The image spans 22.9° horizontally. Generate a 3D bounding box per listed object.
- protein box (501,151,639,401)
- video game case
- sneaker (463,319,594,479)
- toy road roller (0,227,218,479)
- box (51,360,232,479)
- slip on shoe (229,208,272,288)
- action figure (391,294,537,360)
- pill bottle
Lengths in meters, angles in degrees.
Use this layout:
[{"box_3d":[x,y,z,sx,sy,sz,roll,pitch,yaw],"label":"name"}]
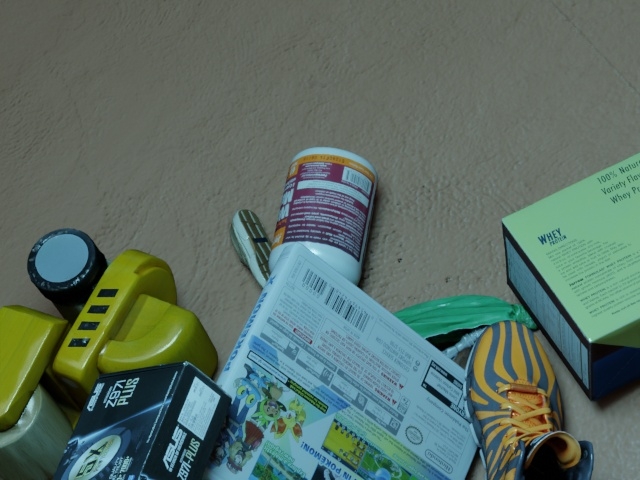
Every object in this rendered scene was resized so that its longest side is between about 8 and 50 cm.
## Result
[{"box_3d":[0.349,0.041,1.855,0.200,0.136,0.201,-26,54,-9],"label":"protein box"},{"box_3d":[0.030,0.213,1.783,0.036,0.329,0.300,-22,36,53],"label":"video game case"},{"box_3d":[0.244,0.216,1.766,0.125,0.180,0.321,1,63,-11],"label":"sneaker"},{"box_3d":[-0.283,0.163,2.002,0.241,0.202,0.329,18,66,22],"label":"toy road roller"},{"box_3d":[-0.192,0.225,1.637,0.147,0.077,0.180,-12,46,43],"label":"box"},{"box_3d":[-0.088,0.021,2.113,0.041,0.051,0.135,-51,55,36],"label":"slip on shoe"},{"box_3d":[0.154,0.106,1.938,0.232,0.063,0.137,-8,17,1],"label":"action figure"},{"box_3d":[0.000,0.000,2.040,0.121,0.121,0.221,0,60,21],"label":"pill bottle"}]
